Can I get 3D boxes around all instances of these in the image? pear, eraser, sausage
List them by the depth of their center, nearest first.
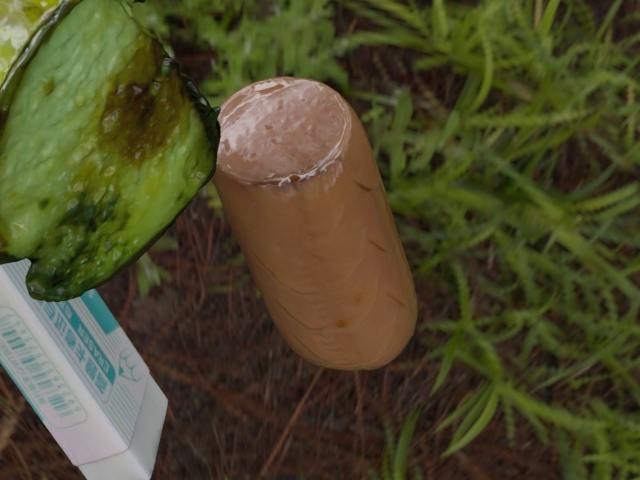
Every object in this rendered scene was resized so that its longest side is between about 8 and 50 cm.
[{"bbox_3d":[-0.208,-0.111,1.006,0.255,0.238,0.164,38,83,22],"label":"pear"},{"bbox_3d":[-0.188,0.072,1.259,0.052,0.225,0.095,-20,31,18],"label":"eraser"},{"bbox_3d":[0.000,0.001,1.364,0.121,0.304,0.121,-7,55,10],"label":"sausage"}]
